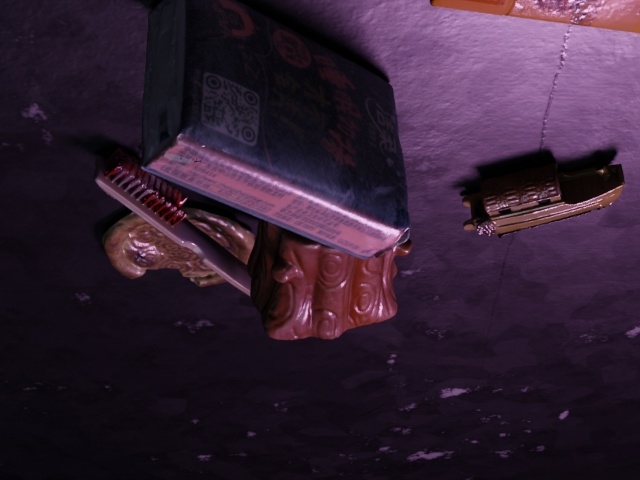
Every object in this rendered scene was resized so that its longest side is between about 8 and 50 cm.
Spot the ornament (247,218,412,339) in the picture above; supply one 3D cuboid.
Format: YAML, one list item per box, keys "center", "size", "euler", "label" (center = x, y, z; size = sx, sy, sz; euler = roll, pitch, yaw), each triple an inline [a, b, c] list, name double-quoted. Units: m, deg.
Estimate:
- center: [0.000, 0.000, 1.481]
  size: [0.235, 0.221, 0.217]
  euler: [38, 151, 20]
  label: "ornament"

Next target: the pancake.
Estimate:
- center: [-0.207, 0.010, 1.647]
  size: [0.235, 0.029, 0.212]
  euler: [5, 147, -14]
  label: "pancake"

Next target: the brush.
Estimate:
- center: [-0.177, -0.020, 1.522]
  size: [0.050, 0.060, 0.321]
  euler: [-37, 124, 20]
  label: "brush"

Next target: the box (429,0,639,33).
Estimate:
- center: [0.261, -0.302, 1.111]
  size: [0.274, 0.076, 0.174]
  euler: [5, 147, -11]
  label: "box"

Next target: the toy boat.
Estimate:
- center: [0.302, -0.063, 1.514]
  size: [0.226, 0.068, 0.088]
  euler: [-13, 141, 19]
  label: "toy boat"

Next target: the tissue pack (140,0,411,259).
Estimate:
- center: [-0.044, -0.131, 1.231]
  size: [0.316, 0.227, 0.103]
  euler: [22, 141, -34]
  label: "tissue pack"
